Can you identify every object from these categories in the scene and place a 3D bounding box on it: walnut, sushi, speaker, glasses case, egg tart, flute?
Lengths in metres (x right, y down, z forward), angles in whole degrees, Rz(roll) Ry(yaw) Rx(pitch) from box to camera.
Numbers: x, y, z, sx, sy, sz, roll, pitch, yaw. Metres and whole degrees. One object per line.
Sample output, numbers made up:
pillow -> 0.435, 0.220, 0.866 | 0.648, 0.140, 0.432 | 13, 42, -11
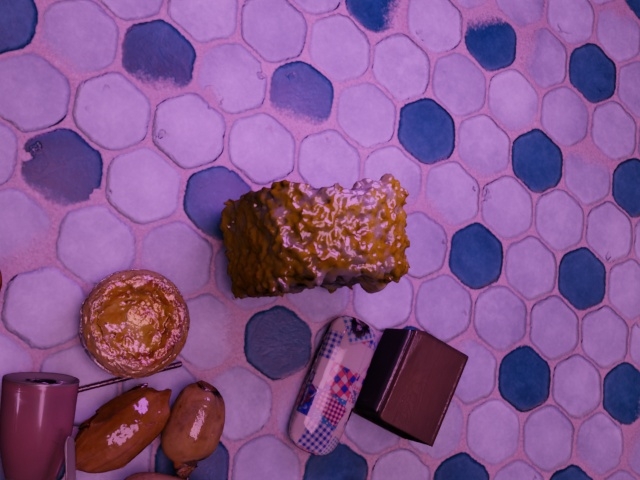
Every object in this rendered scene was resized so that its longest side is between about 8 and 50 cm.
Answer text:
walnut -> -0.403, 0.386, 1.715 | 0.245, 0.137, 0.137 | -32, 98, -22
sushi -> 0.000, 0.000, 1.789 | 0.351, 0.396, 0.240 | -2, 83, -29
speaker -> 0.213, 0.340, 1.979 | 0.192, 0.153, 0.231 | 30, 74, -18
glasses case -> 0.029, 0.334, 1.940 | 0.125, 0.076, 0.327 | 27, 75, -18
egg tart -> -0.391, 0.175, 1.761 | 0.234, 0.094, 0.234 | 3, 82, -22
flute -> -0.424, 0.295, 1.779 | 0.269, 0.014, 0.014 | -11, 90, -24

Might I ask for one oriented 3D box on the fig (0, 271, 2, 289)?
fig -> -0.716, 0.115, 1.598 | 0.175, 0.175, 0.207 | 22, 97, -21

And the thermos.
thermos -> -0.550, 0.401, 1.638 | 0.146, 0.176, 0.265 | 8, 85, -61

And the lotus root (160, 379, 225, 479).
lotus root -> -0.273, 0.409, 1.784 | 0.125, 0.118, 0.221 | 17, 80, -6

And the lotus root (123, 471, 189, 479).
lotus root -> -0.269, 0.579, 1.739 | 0.342, 0.169, 0.151 | 23, 61, -22
